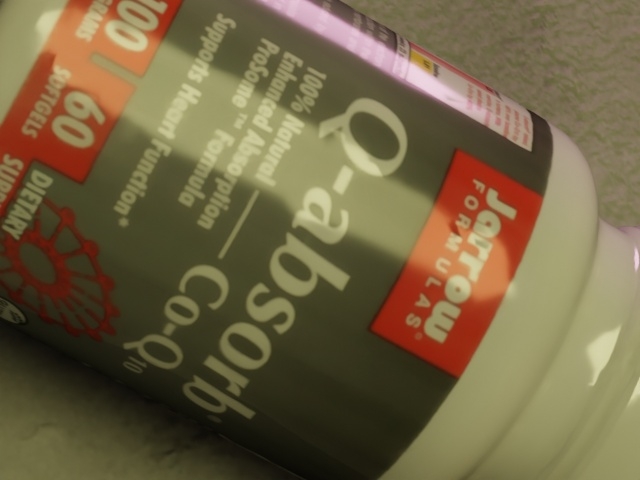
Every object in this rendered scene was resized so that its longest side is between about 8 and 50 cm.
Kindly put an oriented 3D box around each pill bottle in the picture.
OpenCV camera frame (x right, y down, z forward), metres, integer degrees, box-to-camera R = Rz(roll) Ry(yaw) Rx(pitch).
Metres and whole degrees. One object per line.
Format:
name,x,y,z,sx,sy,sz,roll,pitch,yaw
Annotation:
pill bottle,0.000,0.000,0.860,0.363,0.210,0.210,28,62,-10
